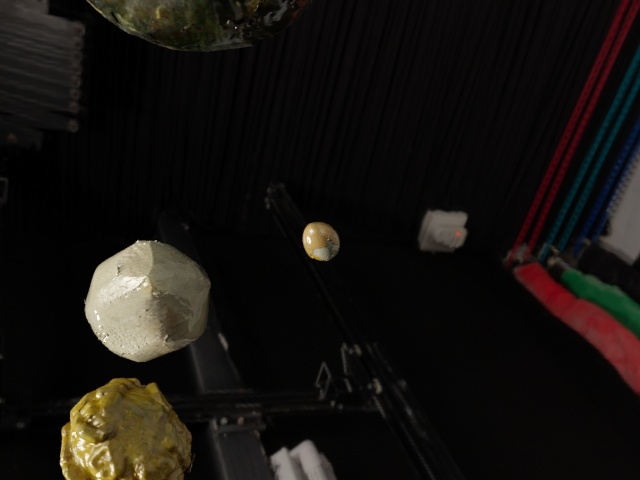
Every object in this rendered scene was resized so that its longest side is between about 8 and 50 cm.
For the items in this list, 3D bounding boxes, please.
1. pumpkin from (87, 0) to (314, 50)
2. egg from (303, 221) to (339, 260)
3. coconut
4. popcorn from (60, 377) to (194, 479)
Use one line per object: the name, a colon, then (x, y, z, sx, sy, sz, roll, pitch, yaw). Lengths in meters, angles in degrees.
pumpkin: (-0.183, -0.497, 0.953, 0.454, 0.454, 0.344, 13, -141, -7)
egg: (0.000, 0.000, 1.279, 0.071, 0.071, 0.083, 43, 177, 42)
coconut: (-0.230, 0.079, 0.909, 0.161, 0.162, 0.161, 56, -170, -16)
popcorn: (-0.354, 0.375, 1.192, 0.250, 0.190, 0.250, 15, -148, -10)
